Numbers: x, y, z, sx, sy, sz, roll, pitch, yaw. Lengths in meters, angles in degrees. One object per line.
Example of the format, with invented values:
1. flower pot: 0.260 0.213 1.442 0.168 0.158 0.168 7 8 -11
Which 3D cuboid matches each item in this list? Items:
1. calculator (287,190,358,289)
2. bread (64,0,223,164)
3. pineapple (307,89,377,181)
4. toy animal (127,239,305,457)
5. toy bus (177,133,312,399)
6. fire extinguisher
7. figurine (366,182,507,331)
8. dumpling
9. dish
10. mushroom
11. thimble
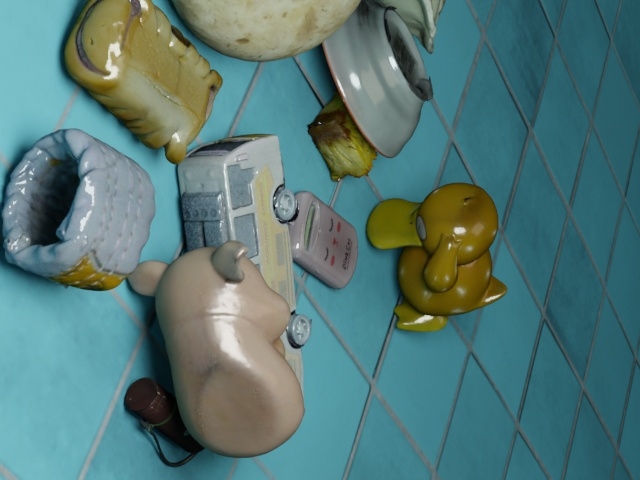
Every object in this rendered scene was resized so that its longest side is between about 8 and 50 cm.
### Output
1. calculator: 0.000 0.000 1.954 0.175 0.032 0.100 37 57 -52
2. bread: -0.197 -0.183 1.587 0.225 0.081 0.134 48 53 -50
3. pineapple: 0.028 -0.157 1.996 0.116 0.069 0.137 13 67 -53
4. toy animal: -0.107 0.126 1.591 0.154 0.166 0.250 -41 113 -73
5. toy bus: -0.095 0.045 1.731 0.138 0.097 0.342 -18 104 -52
6. fire extinguisher: -0.171 0.217 1.639 0.078 0.045 0.157 -53 140 -9
7. figurine: 0.185 0.016 2.106 0.228 0.215 0.215 62 39 -39
8. dumpling: 0.142 -0.364 2.094 0.252 0.131 0.179 -120 -166 -59
9. dish: 0.093 -0.252 2.004 0.260 0.085 0.260 52 27 -40
10. mushroom: -0.083 -0.317 1.704 0.253 0.189 0.195 19 26 -36
11. thimble: -0.249 -0.030 1.438 0.118 0.127 0.151 32 60 -53
